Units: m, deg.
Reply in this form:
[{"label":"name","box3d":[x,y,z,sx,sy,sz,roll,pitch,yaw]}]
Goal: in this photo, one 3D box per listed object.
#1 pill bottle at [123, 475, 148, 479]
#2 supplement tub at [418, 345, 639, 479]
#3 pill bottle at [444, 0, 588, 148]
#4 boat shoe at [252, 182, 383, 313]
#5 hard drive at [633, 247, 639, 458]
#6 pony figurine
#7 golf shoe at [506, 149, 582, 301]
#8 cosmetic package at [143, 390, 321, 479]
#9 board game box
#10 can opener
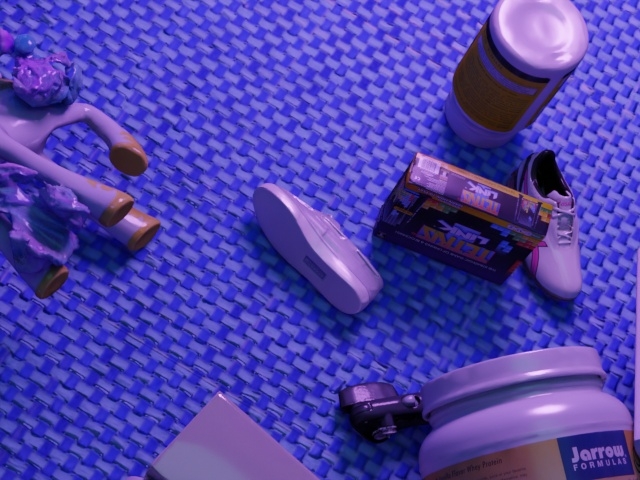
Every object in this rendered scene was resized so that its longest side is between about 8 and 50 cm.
[{"label":"pill bottle","box3d":[-0.242,0.377,1.407,0.176,0.176,0.318,41,62,6]},{"label":"supplement tub","box3d":[0.228,0.284,1.538,0.228,0.228,0.316,-6,74,-18]},{"label":"pill bottle","box3d":[0.228,-0.201,1.801,0.119,0.208,0.119,6,64,-13]},{"label":"boat shoe","box3d":[0.000,0.000,1.725,0.184,0.066,0.063,44,48,10]},{"label":"hard drive","box3d":[0.397,0.173,1.641,0.203,0.040,0.307,56,30,-28]},{"label":"pony figurine","box3d":[-0.370,-0.105,1.583,0.363,0.303,0.351,40,29,9]},{"label":"golf shoe","box3d":[0.274,-0.019,1.797,0.067,0.086,0.186,-7,68,-20]},{"label":"cosmetic package","box3d":[-0.034,0.311,1.508,0.309,0.160,0.113,39,62,6]},{"label":"board game box","box3d":[0.162,-0.023,1.734,0.170,0.141,0.048,21,60,-5]},{"label":"can opener","box3d":[0.114,0.184,1.667,0.186,0.059,0.073,-2,65,-16]}]
